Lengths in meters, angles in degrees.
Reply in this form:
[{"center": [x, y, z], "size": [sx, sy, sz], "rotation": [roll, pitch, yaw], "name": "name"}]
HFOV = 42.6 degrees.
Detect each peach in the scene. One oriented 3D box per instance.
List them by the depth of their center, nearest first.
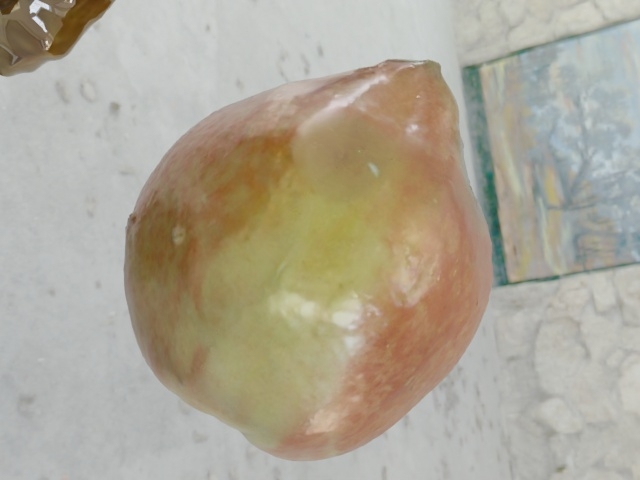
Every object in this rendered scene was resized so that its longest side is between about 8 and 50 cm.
[{"center": [0.000, 0.000, 0.516], "size": [0.257, 0.232, 0.232], "rotation": [-61, 162, 11], "name": "peach"}]

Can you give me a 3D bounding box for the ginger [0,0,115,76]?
[{"center": [-0.196, -0.145, 0.322], "size": [0.357, 0.274, 0.152], "rotation": [-40, 83, -27], "name": "ginger"}]
